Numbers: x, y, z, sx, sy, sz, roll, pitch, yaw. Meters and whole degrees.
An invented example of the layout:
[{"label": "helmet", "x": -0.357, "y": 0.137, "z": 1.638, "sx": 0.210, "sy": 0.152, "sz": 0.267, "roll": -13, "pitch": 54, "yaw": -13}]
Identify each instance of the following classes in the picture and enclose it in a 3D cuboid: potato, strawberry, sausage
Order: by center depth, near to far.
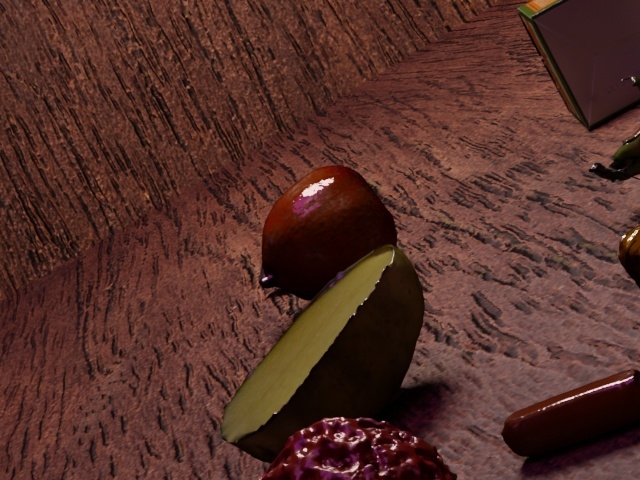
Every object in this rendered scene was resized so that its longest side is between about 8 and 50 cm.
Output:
[{"label": "sausage", "x": 0.206, "y": 0.141, "z": 1.391, "sx": 0.131, "sy": 0.039, "sz": 0.041, "roll": -23, "pitch": 16, "yaw": 28}, {"label": "strawberry", "x": 0.014, "y": 0.210, "z": 1.396, "sx": 0.190, "sy": 0.111, "sz": 0.236, "roll": -27, "pitch": 13, "yaw": 1}, {"label": "potato", "x": 0.020, "y": 0.132, "z": 1.710, "sx": 0.272, "sy": 0.111, "sz": 0.160, "roll": -52, "pitch": 14, "yaw": -27}]

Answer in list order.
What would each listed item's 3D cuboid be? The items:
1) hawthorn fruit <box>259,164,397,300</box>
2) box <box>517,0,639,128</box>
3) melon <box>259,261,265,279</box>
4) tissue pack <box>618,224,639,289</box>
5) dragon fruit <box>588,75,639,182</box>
[{"label": "hawthorn fruit", "x": 0.000, "y": 0.000, "z": 2.204, "sx": 0.188, "sy": 0.169, "sz": 0.169, "roll": -32, "pitch": 12, "yaw": -16}, {"label": "box", "x": 0.399, "y": -0.282, "z": 2.356, "sx": 0.195, "sy": 0.177, "sz": 0.148, "roll": -29, "pitch": 13, "yaw": 5}, {"label": "melon", "x": -0.004, "y": -0.012, "z": 2.390, "sx": 0.202, "sy": 0.139, "sz": 0.093, "roll": -29, "pitch": 34, "yaw": -8}, {"label": "tissue pack", "x": 0.370, "y": 0.001, "z": 1.456, "sx": 0.183, "sy": 0.092, "sz": 0.226, "roll": -31, "pitch": 13, "yaw": -5}, {"label": "dragon fruit", "x": 0.392, "y": -0.132, "z": 1.839, "sx": 0.236, "sy": 0.137, "sz": 0.135, "roll": -16, "pitch": 8, "yaw": 22}]
